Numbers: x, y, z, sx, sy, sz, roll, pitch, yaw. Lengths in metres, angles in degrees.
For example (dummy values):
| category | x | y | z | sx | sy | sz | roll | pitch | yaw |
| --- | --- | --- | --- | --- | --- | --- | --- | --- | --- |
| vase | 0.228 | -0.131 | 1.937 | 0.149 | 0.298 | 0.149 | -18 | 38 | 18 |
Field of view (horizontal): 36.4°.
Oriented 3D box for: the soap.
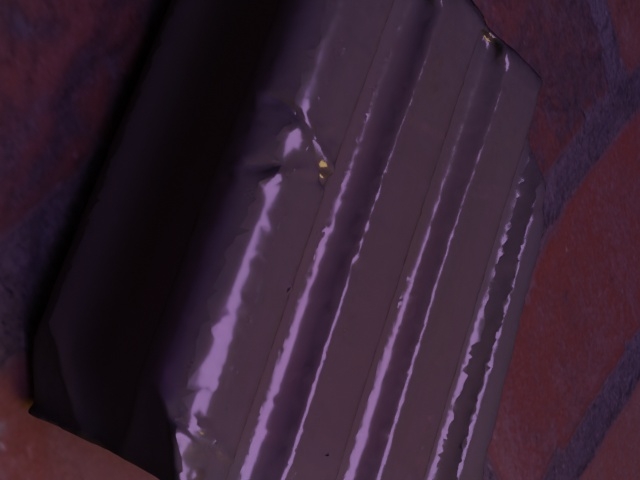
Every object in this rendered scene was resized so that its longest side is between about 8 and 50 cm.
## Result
| category | x | y | z | sx | sy | sz | roll | pitch | yaw |
| --- | --- | --- | --- | --- | --- | --- | --- | --- | --- |
| soap | 0.000 | 0.000 | 0.787 | 0.350 | 0.212 | 0.435 | 28 | 76 | -43 |
